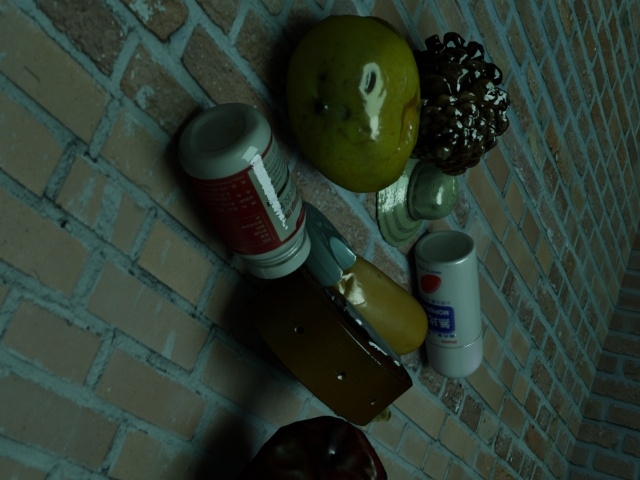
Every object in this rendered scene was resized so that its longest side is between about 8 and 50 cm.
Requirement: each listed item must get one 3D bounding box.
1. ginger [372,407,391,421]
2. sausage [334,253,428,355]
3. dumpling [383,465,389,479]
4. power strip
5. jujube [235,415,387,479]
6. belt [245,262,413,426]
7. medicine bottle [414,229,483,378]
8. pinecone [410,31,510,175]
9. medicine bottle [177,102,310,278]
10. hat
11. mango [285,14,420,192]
[{"bbox_3d":[0.092,0.335,1.881,0.057,0.044,0.137,-49,143,8],"label":"ginger"},{"bbox_3d":[0.087,0.117,1.730,0.354,0.116,0.134,34,77,-54],"label":"sausage"},{"bbox_3d":[0.112,0.494,1.975,0.076,0.057,0.052,84,-12,-70],"label":"dumpling"},{"bbox_3d":[0.000,0.000,1.529,0.137,0.044,0.216,53,11,-2],"label":"power strip"},{"bbox_3d":[-0.043,0.455,1.463,0.258,0.258,0.377,14,102,-60],"label":"jujube"},{"bbox_3d":[0.018,0.171,1.511,0.122,0.217,0.338,-40,135,6],"label":"belt"},{"bbox_3d":[0.281,0.152,2.045,0.130,0.130,0.341,-47,138,-42],"label":"medicine bottle"},{"bbox_3d":[0.237,-0.248,1.744,0.273,0.224,0.224,-82,160,-45],"label":"pinecone"},{"bbox_3d":[-0.099,-0.064,1.329,0.131,0.131,0.250,-59,144,-30],"label":"medicine bottle"},{"bbox_3d":[0.213,-0.100,1.864,0.252,0.110,0.252,-30,126,-52],"label":"hat"},{"bbox_3d":[0.062,-0.209,1.524,0.365,0.182,0.253,54,51,-65],"label":"mango"}]
